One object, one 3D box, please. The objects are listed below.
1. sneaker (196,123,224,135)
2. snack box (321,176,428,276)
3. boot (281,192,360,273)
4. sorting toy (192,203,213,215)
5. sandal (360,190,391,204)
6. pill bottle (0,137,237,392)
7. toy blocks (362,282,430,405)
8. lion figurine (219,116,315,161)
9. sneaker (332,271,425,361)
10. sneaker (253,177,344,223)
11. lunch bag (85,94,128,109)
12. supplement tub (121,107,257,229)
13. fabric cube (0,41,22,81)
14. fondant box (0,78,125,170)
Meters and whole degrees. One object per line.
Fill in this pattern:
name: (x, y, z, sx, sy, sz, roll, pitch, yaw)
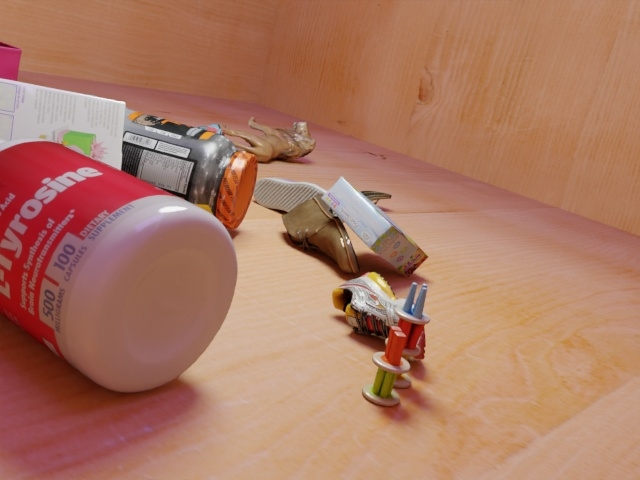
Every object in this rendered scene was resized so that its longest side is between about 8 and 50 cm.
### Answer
sneaker: (-0.310, -0.238, 1.858, 0.125, 0.104, 0.262, -7, 15, -11)
snack box: (0.117, -0.027, 1.516, 0.174, 0.070, 0.207, 48, 7, 35)
boot: (0.000, 0.000, 1.543, 0.115, 0.112, 0.305, -21, 29, -9)
sorting toy: (-0.300, -0.001, 1.198, 0.307, 0.041, 0.229, 2, 46, -41)
sandal: (0.131, -0.114, 2.129, 0.180, 0.049, 0.072, -15, 24, -35)
pill bottle: (-0.321, 0.004, 0.905, 0.408, 0.228, 0.229, 23, 17, 32)
toy blocks: (0.110, 0.137, 0.981, 0.054, 0.148, 0.123, 19, 15, 16)
lion figurine: (-0.191, -0.332, 2.502, 0.240, 0.142, 0.392, 27, 32, 15)
sneaker: (0.094, 0.131, 1.154, 0.093, 0.088, 0.225, -15, 26, -22)
sneaker: (-0.018, -0.103, 1.840, 0.282, 0.102, 0.161, 25, 15, 35)
lunch bag: (-0.600, -0.268, 1.768, 0.224, 0.107, 0.279, -30, 38, -33)
supplement tub: (-0.316, -0.145, 1.499, 0.338, 0.207, 0.207, 16, 15, 6)
fabric cube: (-0.866, -0.342, 1.607, 0.254, 0.258, 0.259, 24, 18, 30)
fondant box: (-0.518, -0.146, 1.238, 0.331, 0.238, 0.096, 7, -14, -25)
